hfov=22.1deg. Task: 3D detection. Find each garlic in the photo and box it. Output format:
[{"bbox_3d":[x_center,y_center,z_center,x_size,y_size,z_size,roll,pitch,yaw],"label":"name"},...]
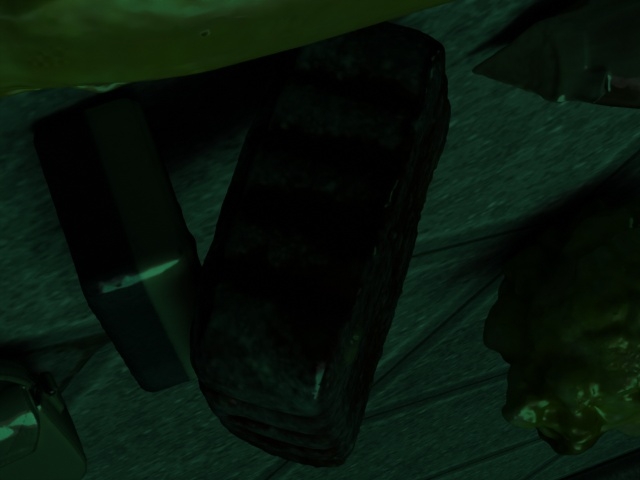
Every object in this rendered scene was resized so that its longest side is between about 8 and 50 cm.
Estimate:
[{"bbox_3d":[0.243,-0.125,1.119,0.266,0.148,0.128,13,101,-58],"label":"garlic"}]

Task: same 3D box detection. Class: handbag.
[{"bbox_3d":[-0.304,0.158,1.176,0.256,0.079,0.219,-26,152,-4],"label":"handbag"}]

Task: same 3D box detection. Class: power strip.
[{"bbox_3d":[-0.105,0.012,0.976,0.070,0.105,0.256,-19,163,-5],"label":"power strip"}]

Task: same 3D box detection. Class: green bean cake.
[{"bbox_3d":[0.000,0.000,0.932,0.097,0.232,0.198,16,167,9],"label":"green bean cake"}]

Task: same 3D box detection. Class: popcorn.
[{"bbox_3d":[0.268,0.076,1.526,0.259,0.212,0.259,-14,152,-7],"label":"popcorn"}]

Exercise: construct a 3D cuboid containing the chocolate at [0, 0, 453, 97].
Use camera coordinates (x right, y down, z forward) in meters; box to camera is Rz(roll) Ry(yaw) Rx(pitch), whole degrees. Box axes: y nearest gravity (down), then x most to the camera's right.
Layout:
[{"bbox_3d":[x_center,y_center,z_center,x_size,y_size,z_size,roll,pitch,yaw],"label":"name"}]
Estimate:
[{"bbox_3d":[-0.021,-0.149,0.616,0.445,0.162,0.162,-19,161,-10],"label":"chocolate"}]
